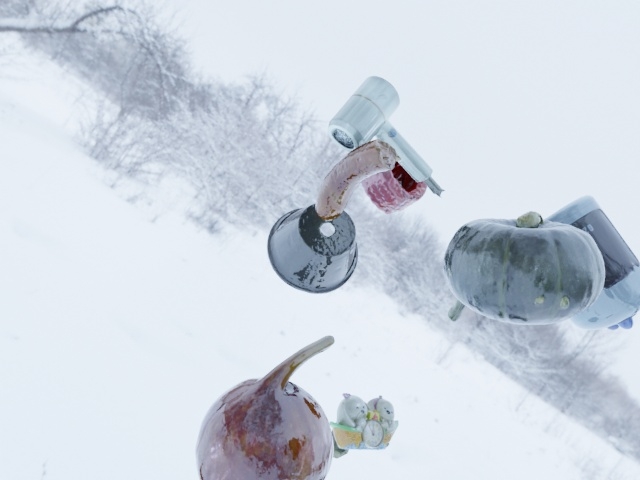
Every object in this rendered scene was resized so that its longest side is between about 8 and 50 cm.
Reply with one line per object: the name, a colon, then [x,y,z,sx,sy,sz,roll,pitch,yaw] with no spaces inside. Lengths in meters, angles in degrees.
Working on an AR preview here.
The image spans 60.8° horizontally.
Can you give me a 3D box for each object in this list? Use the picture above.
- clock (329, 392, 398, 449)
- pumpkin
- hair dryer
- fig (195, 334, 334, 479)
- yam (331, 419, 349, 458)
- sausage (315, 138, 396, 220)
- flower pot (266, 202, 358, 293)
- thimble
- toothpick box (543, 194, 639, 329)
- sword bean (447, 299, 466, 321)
clock: [0.122,0.489,1.474,0.231,0.144,0.103,15,-20,-33]
pumpkin: [0.393,0.046,1.063,0.301,0.207,0.300,4,10,-1]
hair dryer: [0.192,-0.222,1.360,0.357,0.173,0.108,43,-16,-16]
fig: [-0.065,0.226,0.675,0.175,0.207,0.175,7,15,-2]
yam: [0.061,0.554,1.542,0.070,0.069,0.146,35,44,-3]
sausage: [0.072,-0.147,1.289,0.076,0.302,0.102,-7,71,-34]
flower pot: [0.000,0.000,1.493,0.269,0.269,0.166,35,-28,-2]
thimble: [0.213,-0.183,1.583,0.125,0.163,0.189,-33,-102,53]
toothpick box: [0.715,0.084,1.465,0.354,0.263,0.263,58,7,11]
sword bean: [0.409,0.123,1.418,0.043,0.269,0.038,30,38,0]
